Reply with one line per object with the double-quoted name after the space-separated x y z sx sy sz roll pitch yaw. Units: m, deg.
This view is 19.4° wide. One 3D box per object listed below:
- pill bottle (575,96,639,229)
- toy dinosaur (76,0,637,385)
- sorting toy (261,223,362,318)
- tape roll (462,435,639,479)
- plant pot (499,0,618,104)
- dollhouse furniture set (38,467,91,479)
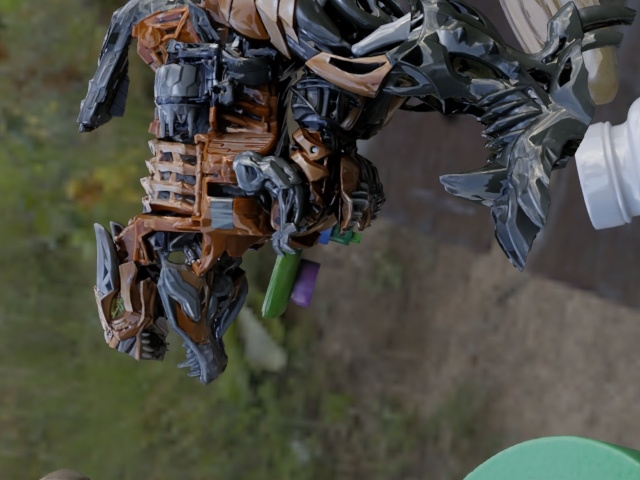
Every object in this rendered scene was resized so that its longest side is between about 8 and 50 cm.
0.293 -0.066 1.408 0.108 0.193 0.108 -12 -90 -76 "pill bottle"
0.014 -0.081 0.841 0.164 0.218 0.322 -53 -13 -65 "toy dinosaur"
0.000 0.000 1.063 0.061 0.042 0.102 111 176 -73 "sorting toy"
0.189 0.310 1.407 0.321 0.077 0.321 -21 61 45 "tape roll"
0.238 -0.244 1.981 0.236 0.032 0.236 61 171 16 "plant pot"
-0.287 0.185 1.088 0.256 0.362 0.394 -47 -28 -44 "dollhouse furniture set"
